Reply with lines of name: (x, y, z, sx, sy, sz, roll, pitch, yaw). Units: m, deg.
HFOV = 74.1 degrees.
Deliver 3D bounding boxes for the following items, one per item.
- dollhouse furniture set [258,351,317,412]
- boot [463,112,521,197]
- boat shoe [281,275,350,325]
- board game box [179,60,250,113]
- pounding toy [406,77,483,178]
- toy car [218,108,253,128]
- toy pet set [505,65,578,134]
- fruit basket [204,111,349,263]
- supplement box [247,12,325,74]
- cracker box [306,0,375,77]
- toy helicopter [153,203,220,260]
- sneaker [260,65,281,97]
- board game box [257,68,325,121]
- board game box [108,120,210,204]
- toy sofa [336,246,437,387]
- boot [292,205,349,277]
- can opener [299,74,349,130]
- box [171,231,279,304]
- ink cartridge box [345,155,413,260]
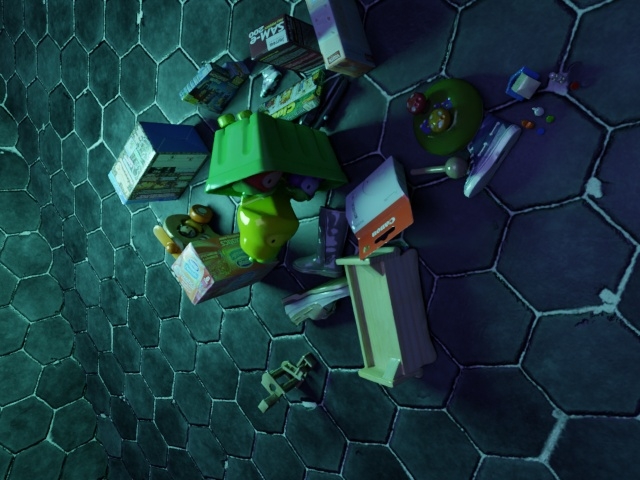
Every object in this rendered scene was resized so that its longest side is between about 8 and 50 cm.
dollhouse furniture set: (-0.129, 0.449, 1.412, 0.101, 0.182, 0.160, 44, 121, 21)
boot: (0.380, -0.200, 1.002, 0.086, 0.069, 0.190, 44, 114, 30)
boat shoe: (0.003, 0.190, 1.319, 0.302, 0.113, 0.103, -24, 87, 46)
board game box: (-0.337, -0.518, 1.386, 0.194, 0.194, 0.060, -36, 79, 20)
pounding toy: (0.268, -0.270, 1.001, 0.183, 0.110, 0.236, 14, 102, 48)
toy car: (-0.288, -0.320, 1.406, 0.188, 0.149, 0.154, -14, 101, 47)
toy pet set: (0.467, -0.317, 0.928, 0.114, 0.065, 0.122, 24, 121, -9)
fruit basket: (-0.120, -0.123, 1.175, 0.283, 0.392, 0.391, -11, 93, 36)
supplement box: (-0.063, -0.517, 1.134, 0.130, 0.239, 0.073, -8, 95, 36)
cracker box: (0.049, -0.555, 1.100, 0.067, 0.156, 0.232, -18, 88, 36)
toy helicopter: (-0.437, 0.029, 1.512, 0.355, 0.235, 0.140, 44, 121, 20)
sneaker: (-0.171, -0.507, 1.341, 0.098, 0.038, 0.069, -46, 71, 23)
board game box: (-0.101, -0.404, 1.271, 0.260, 0.030, 0.136, -17, 53, 36)
board game box: (-0.595, -0.280, 1.564, 0.291, 0.232, 0.141, -41, 75, 33)
toy sofa: (0.183, 0.199, 1.178, 0.150, 0.177, 0.362, -6, 97, 56)
boot: (0.000, -0.001, 1.298, 0.190, 0.076, 0.208, 5, 110, 20)
can opener: (0.018, -0.388, 1.218, 0.186, 0.073, 0.059, -46, 64, 23)
box: (-0.302, 0.078, 1.386, 0.142, 0.300, 0.154, -43, 74, 33)
ink cartridge box: (0.145, -0.087, 1.104, 0.066, 0.232, 0.189, 35, 126, -21)
